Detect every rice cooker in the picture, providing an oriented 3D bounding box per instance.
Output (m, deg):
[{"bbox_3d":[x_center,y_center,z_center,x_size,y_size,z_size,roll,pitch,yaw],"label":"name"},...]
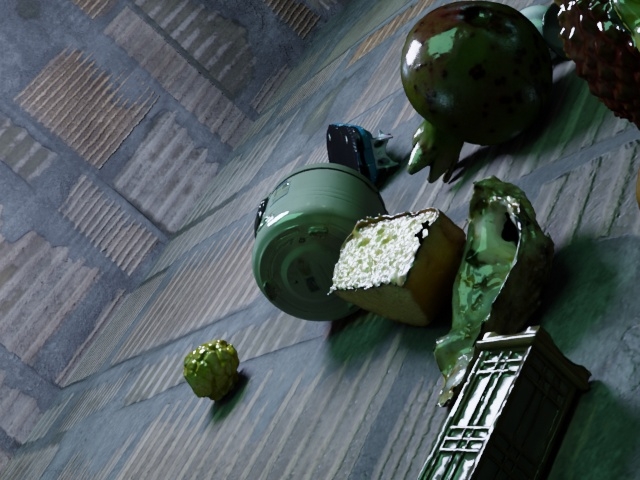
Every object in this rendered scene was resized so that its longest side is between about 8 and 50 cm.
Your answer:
[{"bbox_3d":[0.000,0.000,1.505,0.226,0.226,0.244,-40,21,27],"label":"rice cooker"}]

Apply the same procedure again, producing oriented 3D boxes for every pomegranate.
[{"bbox_3d":[0.246,-0.227,1.467,0.242,0.305,0.242,-1,26,0],"label":"pomegranate"}]

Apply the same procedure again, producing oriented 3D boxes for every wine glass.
[{"bbox_3d":[0.375,-0.348,1.550,0.103,0.103,0.222,-49,14,-2],"label":"wine glass"}]

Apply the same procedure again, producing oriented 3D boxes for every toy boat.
[{"bbox_3d":[0.085,-0.185,1.935,0.092,0.134,0.299,-12,11,-9],"label":"toy boat"}]

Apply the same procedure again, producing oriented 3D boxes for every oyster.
[{"bbox_3d":[0.200,0.064,1.092,0.166,0.094,0.294,8,75,67],"label":"oyster"}]

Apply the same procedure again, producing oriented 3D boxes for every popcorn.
[{"bbox_3d":[-0.193,0.236,1.665,0.116,0.106,0.121,-14,-19,-48],"label":"popcorn"}]

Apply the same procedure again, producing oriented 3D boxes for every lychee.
[{"bbox_3d":[0.383,-0.250,1.006,0.267,0.267,0.267,-43,17,17],"label":"lychee"}]

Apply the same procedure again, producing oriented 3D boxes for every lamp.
[{"bbox_3d":[0.139,0.233,0.839,0.089,0.090,0.325,-19,34,57],"label":"lamp"}]

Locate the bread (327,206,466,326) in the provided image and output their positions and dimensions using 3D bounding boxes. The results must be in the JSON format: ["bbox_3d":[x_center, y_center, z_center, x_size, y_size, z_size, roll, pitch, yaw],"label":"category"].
[{"bbox_3d":[0.121,0.042,1.246,0.129,0.134,0.260,-64,17,-16],"label":"bread"}]

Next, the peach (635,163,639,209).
[{"bbox_3d":[0.348,-0.044,0.690,0.214,0.235,0.214,-42,27,27],"label":"peach"}]

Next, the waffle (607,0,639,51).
[{"bbox_3d":[0.411,-0.250,0.836,0.297,0.317,0.073,-26,-17,9],"label":"waffle"}]
